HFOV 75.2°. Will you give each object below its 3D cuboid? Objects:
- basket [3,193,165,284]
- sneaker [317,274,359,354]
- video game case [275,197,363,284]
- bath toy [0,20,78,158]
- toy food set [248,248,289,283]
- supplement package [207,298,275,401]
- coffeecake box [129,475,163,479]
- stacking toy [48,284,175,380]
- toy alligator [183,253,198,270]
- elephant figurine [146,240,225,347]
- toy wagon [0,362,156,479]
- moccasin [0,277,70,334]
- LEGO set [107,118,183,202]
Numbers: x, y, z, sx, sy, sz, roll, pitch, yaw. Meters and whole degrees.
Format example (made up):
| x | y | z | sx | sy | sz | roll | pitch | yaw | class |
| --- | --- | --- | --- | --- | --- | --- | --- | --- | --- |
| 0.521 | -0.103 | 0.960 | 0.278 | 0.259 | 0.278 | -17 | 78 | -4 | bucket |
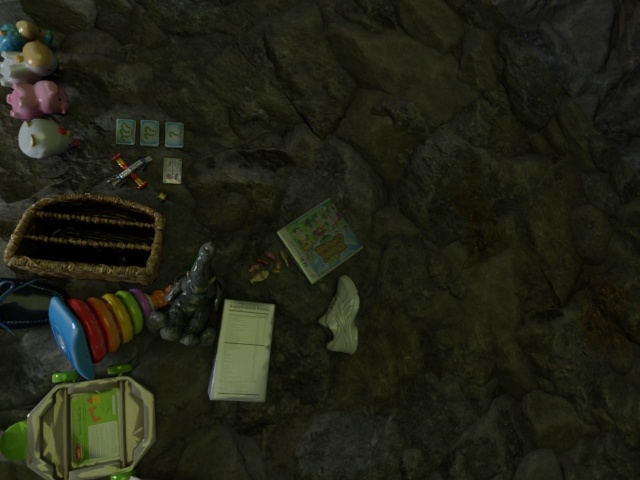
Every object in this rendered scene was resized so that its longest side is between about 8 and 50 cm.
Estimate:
| x | y | z | sx | sy | sz | roll | pitch | yaw | class |
| --- | --- | --- | --- | --- | --- | --- | --- | --- | --- |
| -0.535 | -0.015 | 0.999 | 0.300 | 0.223 | 0.213 | 7 | 76 | -16 | basket |
| 0.050 | 0.216 | 1.219 | 0.116 | 0.090 | 0.231 | 3 | 76 | -14 | sneaker |
| 0.000 | 0.000 | 1.280 | 0.213 | 0.023 | 0.193 | -34 | 91 | -22 | video game case |
| -0.719 | -0.378 | 1.073 | 0.129 | 0.152 | 0.347 | -9 | 80 | -56 | bath toy |
| -0.159 | 0.072 | 1.216 | 0.122 | 0.019 | 0.077 | -20 | 85 | -14 | toy food set |
| -0.207 | 0.283 | 1.090 | 0.139 | 0.134 | 0.243 | 10 | 76 | -16 | supplement package |
| -0.363 | 0.635 | 0.952 | 0.186 | 0.068 | 0.142 | 32 | 56 | -32 | coffeecake box |
| -0.476 | 0.179 | 1.025 | 0.302 | 0.166 | 0.175 | -25 | 131 | -41 | stacking toy |
| -0.344 | 0.132 | 1.126 | 0.052 | 0.056 | 0.189 | -5 | 96 | 17 | toy alligator |
| -0.303 | 0.131 | 1.024 | 0.169 | 0.186 | 0.239 | 31 | 70 | -50 | elephant figurine |
| -0.571 | 0.439 | 0.972 | 0.345 | 0.068 | 0.266 | -3 | 79 | -18 | toy wagon |
| -0.770 | 0.146 | 0.941 | 0.343 | 0.117 | 0.137 | 3 | 77 | -18 | moccasin |
| -0.479 | -0.228 | 1.153 | 0.183 | 0.060 | 0.243 | 1 | 78 | -14 | LEGO set |
